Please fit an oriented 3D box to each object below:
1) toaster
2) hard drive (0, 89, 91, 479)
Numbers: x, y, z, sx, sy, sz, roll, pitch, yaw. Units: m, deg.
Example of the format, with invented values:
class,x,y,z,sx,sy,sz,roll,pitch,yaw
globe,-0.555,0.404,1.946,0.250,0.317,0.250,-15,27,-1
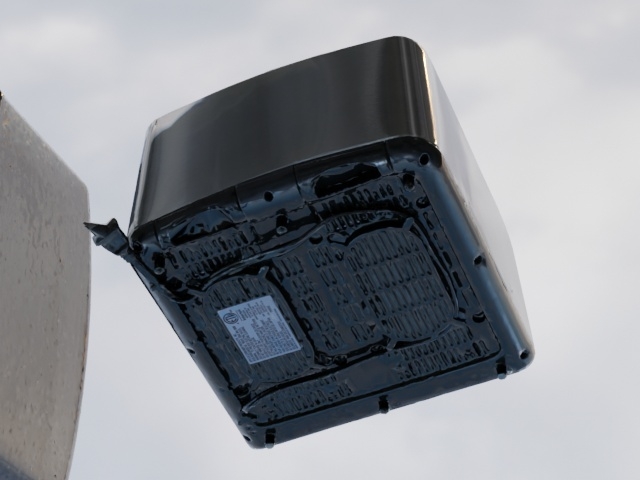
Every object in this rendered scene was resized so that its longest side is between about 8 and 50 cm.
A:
class,x,y,z,sx,sy,sz,roll,pitch,yaw
toaster,0.000,0.000,0.888,0.168,0.186,0.110,-19,-142,14
hard drive,-0.199,0.038,1.078,0.054,0.172,0.255,-9,-121,17
